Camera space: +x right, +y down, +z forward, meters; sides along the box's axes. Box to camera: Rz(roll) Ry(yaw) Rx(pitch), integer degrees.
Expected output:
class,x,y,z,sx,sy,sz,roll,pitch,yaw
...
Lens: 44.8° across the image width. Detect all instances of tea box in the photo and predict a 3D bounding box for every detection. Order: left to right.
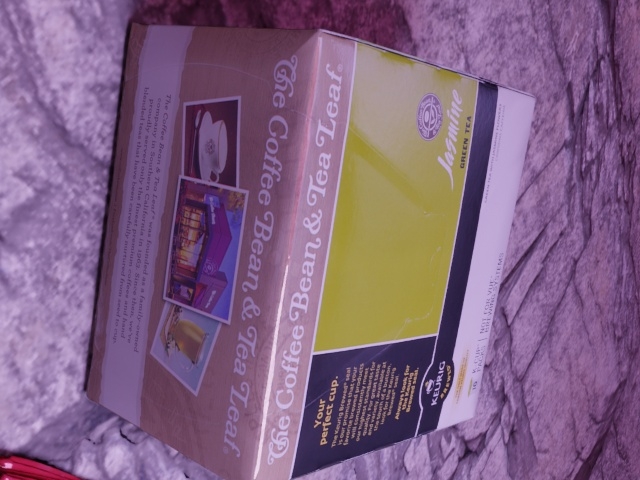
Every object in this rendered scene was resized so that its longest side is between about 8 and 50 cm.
class,x,y,z,sx,sy,sz,roll,pitch,yaw
tea box,0.000,0.000,0.701,0.323,0.220,0.329,1,101,-50

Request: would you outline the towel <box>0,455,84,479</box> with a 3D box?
class,x,y,z,sx,sy,sz,roll,pitch,yaw
towel,-0.263,0.327,0.651,0.199,0.031,0.275,41,72,-49
